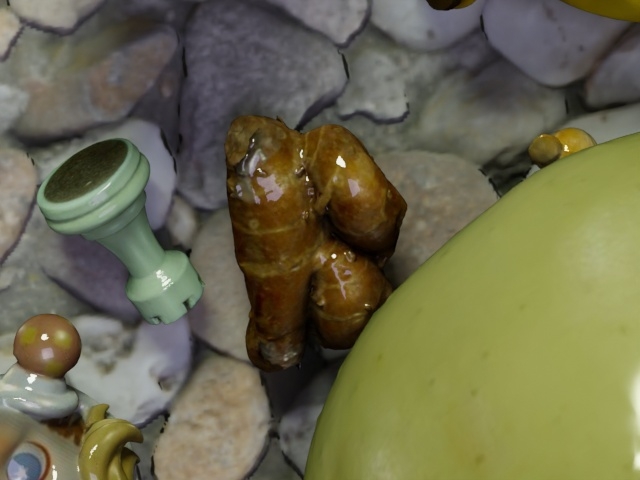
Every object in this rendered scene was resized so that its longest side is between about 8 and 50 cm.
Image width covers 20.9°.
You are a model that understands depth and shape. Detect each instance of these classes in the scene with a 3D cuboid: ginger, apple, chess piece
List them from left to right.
[{"bbox_3d":[-0.109,-0.001,0.989,0.067,0.067,0.103,-31,120,1],"label":"chess piece"},{"bbox_3d":[0.000,0.000,1.005,0.103,0.073,0.162,-2,116,4],"label":"ginger"},{"bbox_3d":[0.215,0.177,0.891,0.473,0.473,0.473,-3,109,-9],"label":"apple"}]

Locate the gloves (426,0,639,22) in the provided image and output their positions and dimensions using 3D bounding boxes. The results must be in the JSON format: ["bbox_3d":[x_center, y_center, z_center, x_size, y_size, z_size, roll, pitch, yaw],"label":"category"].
[{"bbox_3d":[0.203,-0.194,0.964,0.294,0.116,0.133,-4,116,-16],"label":"gloves"}]

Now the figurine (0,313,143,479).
[{"bbox_3d":[-0.230,0.122,0.980,0.274,0.133,0.194,12,89,-5],"label":"figurine"}]

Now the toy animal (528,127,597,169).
[{"bbox_3d":[0.151,-0.026,1.023,0.060,0.081,0.083,-2,129,-7],"label":"toy animal"}]
